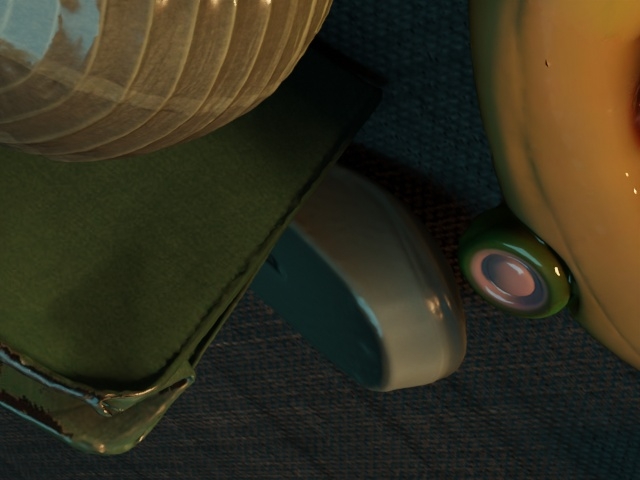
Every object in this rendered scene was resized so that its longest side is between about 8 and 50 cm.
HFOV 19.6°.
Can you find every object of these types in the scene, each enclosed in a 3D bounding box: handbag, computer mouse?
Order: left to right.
[{"bbox_3d":[-0.142,-0.046,0.964,0.269,0.274,0.100,31,144,0],"label":"handbag"},{"bbox_3d":[0.000,0.000,1.100,0.231,0.079,0.128,40,152,25],"label":"computer mouse"}]

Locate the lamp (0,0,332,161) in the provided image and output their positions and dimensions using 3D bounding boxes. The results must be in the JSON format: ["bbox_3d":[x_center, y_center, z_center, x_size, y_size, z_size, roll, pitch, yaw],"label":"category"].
[{"bbox_3d":[-0.111,-0.156,0.827,0.265,0.233,0.233,11,144,30],"label":"lamp"}]

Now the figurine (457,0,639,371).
[{"bbox_3d":[0.166,-0.052,0.796,0.222,0.124,0.324,15,142,31],"label":"figurine"}]
